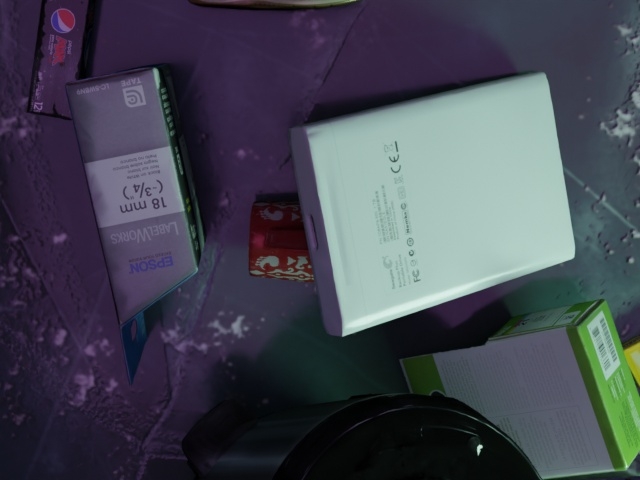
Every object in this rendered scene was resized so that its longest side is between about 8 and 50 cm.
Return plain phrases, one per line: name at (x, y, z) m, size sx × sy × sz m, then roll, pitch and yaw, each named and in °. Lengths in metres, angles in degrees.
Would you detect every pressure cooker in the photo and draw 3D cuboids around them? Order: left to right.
pressure cooker at (0.024, 0.358, 1.514) m, size 0.375 × 0.420 × 0.370 m, roll 5°, pitch 78°, yaw -23°

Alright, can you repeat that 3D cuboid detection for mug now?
mug at (0.001, -0.007, 1.587) m, size 0.169 × 0.150 × 0.113 m, roll 3°, pitch 61°, yaw 3°

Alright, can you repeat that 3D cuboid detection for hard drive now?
hard drive at (0.137, -0.050, 1.532) m, size 0.353 × 0.047 × 0.233 m, roll -16°, pitch 100°, yaw -32°

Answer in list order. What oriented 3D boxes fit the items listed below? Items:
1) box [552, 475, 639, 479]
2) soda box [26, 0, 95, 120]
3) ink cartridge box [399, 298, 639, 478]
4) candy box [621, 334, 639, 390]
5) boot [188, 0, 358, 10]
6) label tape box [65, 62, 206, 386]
box at (0.332, 0.403, 1.678) m, size 0.293 × 0.057 × 0.201 m, roll -4°, pitch 100°, yaw 4°
soda box at (-0.306, -0.231, 1.588) m, size 0.060 × 0.053 × 0.169 m, roll 9°, pitch 99°, yaw -3°
ink cartridge box at (0.249, 0.192, 1.647) m, size 0.255 × 0.097 × 0.189 m, roll -14°, pitch 100°, yaw 36°
candy box at (0.467, 0.199, 1.676) m, size 0.105 × 0.027 × 0.206 m, roll -29°, pitch 98°, yaw 7°
boot at (-0.048, -0.354, 1.563) m, size 0.213 × 0.077 × 0.165 m, roll 2°, pitch 97°, yaw 2°
label tape box at (-0.194, -0.029, 1.527) m, size 0.106 × 0.240 × 0.333 m, roll -11°, pitch 99°, yaw -1°
